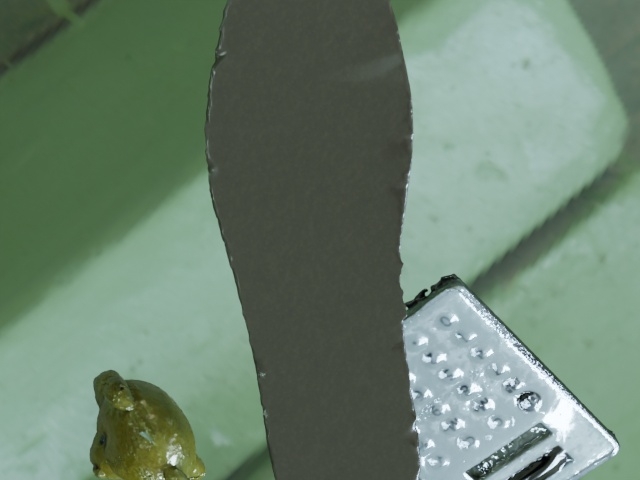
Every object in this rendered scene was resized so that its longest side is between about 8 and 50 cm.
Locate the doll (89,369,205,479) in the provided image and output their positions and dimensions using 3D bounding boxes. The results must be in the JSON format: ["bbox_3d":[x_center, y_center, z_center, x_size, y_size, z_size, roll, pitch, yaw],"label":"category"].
[{"bbox_3d":[-0.171,0.185,1.674,0.097,0.209,0.137,-40,92,-10],"label":"doll"}]

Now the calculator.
[{"bbox_3d":[0.129,0.150,1.554,0.161,0.021,0.262,-37,122,17],"label":"calculator"}]

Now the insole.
[{"bbox_3d":[0.000,0.000,0.959,0.111,0.007,0.327,-6,94,-2],"label":"insole"}]
